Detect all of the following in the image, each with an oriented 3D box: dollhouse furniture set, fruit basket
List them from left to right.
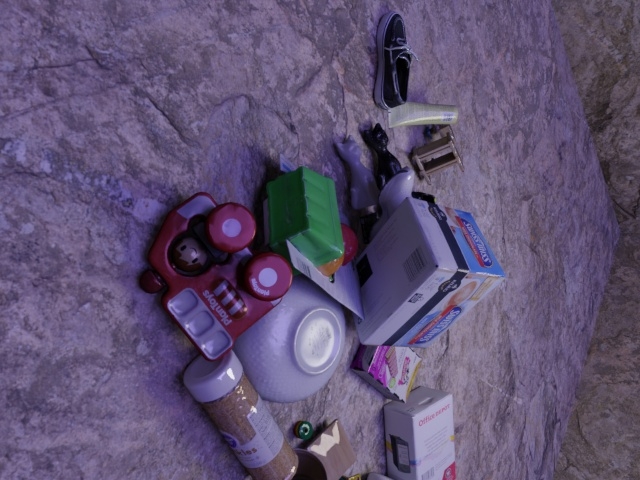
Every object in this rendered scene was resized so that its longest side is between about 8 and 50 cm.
[{"bbox_3d":[0.000,0.000,1.232,0.353,0.165,0.327,48,29,-52],"label":"fruit basket"},{"bbox_3d":[0.397,-0.306,1.693,0.129,0.129,0.183,55,26,-31],"label":"dollhouse furniture set"}]

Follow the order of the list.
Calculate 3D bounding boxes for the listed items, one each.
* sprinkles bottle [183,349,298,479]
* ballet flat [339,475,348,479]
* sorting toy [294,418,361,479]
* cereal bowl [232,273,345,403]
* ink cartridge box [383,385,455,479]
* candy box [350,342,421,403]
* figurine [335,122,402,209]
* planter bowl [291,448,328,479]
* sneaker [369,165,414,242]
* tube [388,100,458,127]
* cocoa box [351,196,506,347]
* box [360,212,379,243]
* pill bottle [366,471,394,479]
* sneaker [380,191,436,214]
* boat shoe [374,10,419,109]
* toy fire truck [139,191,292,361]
[{"bbox_3d":[-0.171,0.407,1.125,0.121,0.121,0.355,-43,120,-35],"label":"sprinkles bottle"},{"bbox_3d":[0.036,0.774,1.375,0.073,0.080,0.232,52,57,-47],"label":"ballet flat"},{"bbox_3d":[0.024,0.589,1.362,0.132,0.046,0.274,-30,98,-40],"label":"sorting toy"},{"bbox_3d":[-0.053,0.236,1.226,0.339,0.141,0.339,-1,91,-44],"label":"cereal bowl"},{"bbox_3d":[0.326,0.661,1.618,0.226,0.131,0.306,-8,95,-44],"label":"ink cartridge box"},{"bbox_3d":[0.208,0.378,1.534,0.233,0.071,0.159,45,61,-36],"label":"candy box"},{"bbox_3d":[0.144,-0.221,1.456,0.215,0.092,0.209,-30,104,-39],"label":"figurine"},{"bbox_3d":[-0.058,0.618,1.236,0.162,0.162,0.109,-49,151,-32],"label":"planter bowl"},{"bbox_3d":[0.229,-0.076,1.394,0.111,0.129,0.297,-35,147,-32],"label":"sneaker"},{"bbox_3d":[0.325,-0.409,1.604,0.240,0.062,0.070,-4,52,-19],"label":"tube"},{"bbox_3d":[0.254,0.098,1.311,0.228,0.347,0.231,10,44,-28],"label":"cocoa box"},{"bbox_3d":[0.153,-0.038,1.504,0.067,0.018,0.083,-21,106,-42],"label":"box"},{"bbox_3d":[0.169,0.834,1.456,0.146,0.146,0.264,40,64,-38],"label":"pill bottle"},{"bbox_3d":[0.283,-0.119,1.576,0.235,0.097,0.084,-20,105,-42],"label":"sneaker"},{"bbox_3d":[0.233,-0.553,1.507,0.113,0.105,0.306,18,77,-41],"label":"boat shoe"},{"bbox_3d":[-0.224,0.067,1.033,0.254,0.169,0.302,-40,104,-15],"label":"toy fire truck"}]
